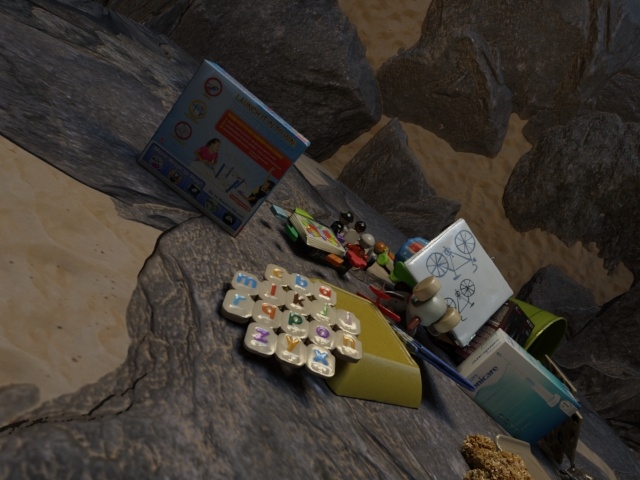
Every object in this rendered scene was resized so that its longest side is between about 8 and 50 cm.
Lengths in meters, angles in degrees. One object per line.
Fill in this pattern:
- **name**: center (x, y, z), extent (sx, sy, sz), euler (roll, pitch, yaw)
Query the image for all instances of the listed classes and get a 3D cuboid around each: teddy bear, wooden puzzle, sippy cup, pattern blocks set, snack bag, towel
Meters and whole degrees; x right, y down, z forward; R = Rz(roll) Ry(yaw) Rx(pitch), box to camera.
- **teddy bear**: center (0.405, 0.529, 0.866), extent (0.245, 0.113, 0.338), euler (42, 14, 12)
- **wooden puzzle**: center (0.558, 0.633, 1.089), extent (0.221, 0.044, 0.238), euler (30, 23, -36)
- **sippy cup**: center (0.408, 0.109, 1.621), extent (0.224, 0.240, 0.305), euler (44, -4, 38)
- **pattern blocks set**: center (-0.005, -0.017, 1.359), extent (0.325, 0.026, 0.285), euler (14, 29, -52)
- **snack bag**: center (0.483, 0.135, 1.447), extent (0.342, 0.323, 0.037), euler (55, -26, 0)
- **towel**: center (0.277, 0.308, 1.172), extent (0.209, 0.034, 0.285), euler (37, -4, -13)

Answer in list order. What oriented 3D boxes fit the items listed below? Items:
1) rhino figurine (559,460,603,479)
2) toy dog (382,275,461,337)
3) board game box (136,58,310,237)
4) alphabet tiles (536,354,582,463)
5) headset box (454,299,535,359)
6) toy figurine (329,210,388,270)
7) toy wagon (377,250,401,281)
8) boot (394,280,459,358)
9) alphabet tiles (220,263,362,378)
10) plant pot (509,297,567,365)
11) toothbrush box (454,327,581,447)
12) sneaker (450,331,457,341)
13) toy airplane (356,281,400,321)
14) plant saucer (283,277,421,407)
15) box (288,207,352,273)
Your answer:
- **rhino figurine**: center (0.833, 0.765, 1.315), extent (0.243, 0.073, 0.106), euler (35, 20, -16)
- **toy dog**: center (0.285, 0.226, 1.325), extent (0.220, 0.161, 0.333), euler (50, -17, 17)
- **board game box**: center (-0.237, -0.220, 1.053), extent (0.308, 0.302, 0.086), euler (39, 15, -7)
- **alphabet tiles**: center (0.818, 0.585, 1.487), extent (0.011, 0.284, 0.342), euler (3, 15, 5)
- **headset box**: center (0.638, 0.374, 1.560), extent (0.218, 0.293, 0.110), euler (40, -9, -36)
- **toy figurine**: center (0.142, 0.000, 1.655), extent (0.213, 0.148, 0.210), euler (50, 17, 32)
- **toy wagon**: center (0.375, 0.134, 2.004), extent (0.267, 0.068, 0.344), euler (27, 20, -42)
- **boot**: center (0.408, 0.301, 1.638), extent (0.264, 0.096, 0.280), euler (42, 21, -23)
- **alphabet tiles**: center (-0.050, 0.150, 0.840), extent (0.284, 0.021, 0.278), euler (22, 26, -9)
- **plant pot**: center (0.789, 0.392, 1.843), extent (0.367, 0.366, 0.353), euler (25, 9, -46)
- **toothbrush box**: center (0.618, 0.469, 1.356), extent (0.296, 0.216, 0.126), euler (41, 15, 5)
- **sneaker**: center (0.503, 0.333, 1.587), extent (0.069, 0.038, 0.098), euler (6, 48, -58)
- **toy airplane**: center (0.163, 0.176, 1.189), extent (0.151, 0.151, 0.028), euler (43, 50, 9)
- **plant saucer**: center (0.092, 0.226, 1.020), extent (0.333, 0.081, 0.332), euler (28, 19, -41)
- **box**: center (0.000, 0.000, 1.479), extent (0.184, 0.059, 0.232), euler (28, 20, -36)
